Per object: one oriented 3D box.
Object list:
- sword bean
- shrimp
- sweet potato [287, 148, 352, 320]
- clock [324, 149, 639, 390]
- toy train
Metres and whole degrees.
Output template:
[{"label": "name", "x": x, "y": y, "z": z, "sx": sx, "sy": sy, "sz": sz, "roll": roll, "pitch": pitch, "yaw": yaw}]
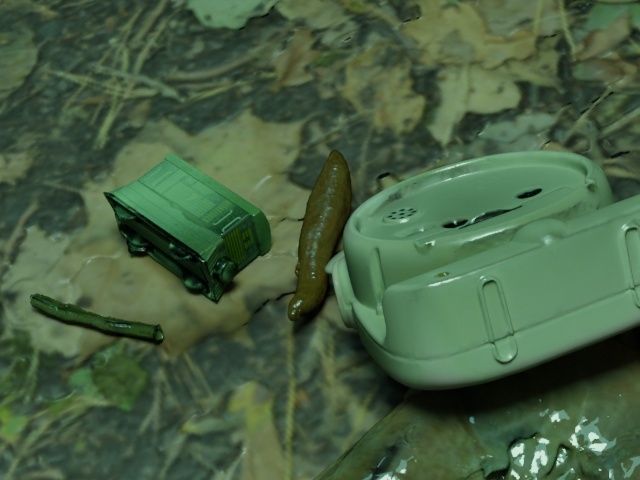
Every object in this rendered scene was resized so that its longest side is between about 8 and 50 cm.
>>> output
[{"label": "sword bean", "x": -0.122, "y": 0.042, "z": 0.866, "sx": 0.083, "sy": 0.012, "sz": 0.012, "roll": 13, "pitch": 53, "yaw": 23}, {"label": "shrimp", "x": 0.066, "y": 0.136, "z": 0.708, "sx": 0.145, "sy": 0.059, "sz": 0.254, "roll": 37, "pitch": 61, "yaw": 26}, {"label": "sweet potato", "x": 0.000, "y": 0.000, "z": 0.864, "sx": 0.026, "sy": 0.026, "sz": 0.115, "roll": 1, "pitch": 55, "yaw": 15}, {"label": "clock", "x": 0.078, "y": 0.005, "z": 0.775, "sx": 0.151, "sy": 0.062, "sz": 0.191, "roll": -20, "pitch": 17, "yaw": -13}, {"label": "toy train", "x": -0.073, "y": -0.010, "z": 0.882, "sx": 0.056, "sy": 0.038, "sz": 0.093, "roll": -40, "pitch": 52, "yaw": -24}]
